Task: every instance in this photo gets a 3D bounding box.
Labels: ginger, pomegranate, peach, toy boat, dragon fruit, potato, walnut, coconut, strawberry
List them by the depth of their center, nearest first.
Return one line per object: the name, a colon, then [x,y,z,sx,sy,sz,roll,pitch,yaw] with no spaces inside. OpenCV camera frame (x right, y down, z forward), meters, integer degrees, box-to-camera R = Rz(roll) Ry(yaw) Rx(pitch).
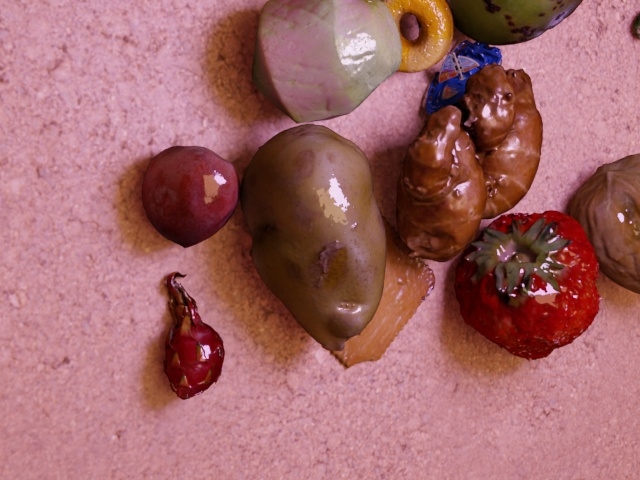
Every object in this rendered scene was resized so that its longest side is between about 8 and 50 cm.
peach: [-0.181,-0.060,1.565,0.152,0.152,0.152,-2,94,-32]
dragon fruit: [-0.188,0.139,1.601,0.094,0.094,0.191,0,81,-32]
coconut: [-0.002,-0.278,1.621,0.204,0.235,0.236,42,69,-52]
potato: [0.000,-0.001,1.628,0.202,0.218,0.351,-28,108,-50]
pomegranate: [0.294,-0.470,1.752,0.323,0.290,0.291,43,71,-32]
ginger: [0.247,-0.145,1.794,0.357,0.152,0.274,-40,132,-25]
toy boat: [0.231,-0.286,1.832,0.175,0.091,0.110,-50,145,-12]
strawberry: [0.367,0.092,1.874,0.257,0.257,0.277,-52,134,-19]
walnut: [0.598,-0.024,2.000,0.227,0.283,0.283,-38,114,6]

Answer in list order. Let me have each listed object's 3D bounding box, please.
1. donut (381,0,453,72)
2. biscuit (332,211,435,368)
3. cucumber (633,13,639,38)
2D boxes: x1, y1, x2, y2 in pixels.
donut: [0.146,-0.341,1.753,0.151,0.058,0.152,3,113,8]
biscuit: [0.069,0.077,1.801,0.232,0.013,0.237,48,69,-25]
cucumber: [0.706,-0.452,2.142,0.241,0.074,0.075,-30,108,-25]
